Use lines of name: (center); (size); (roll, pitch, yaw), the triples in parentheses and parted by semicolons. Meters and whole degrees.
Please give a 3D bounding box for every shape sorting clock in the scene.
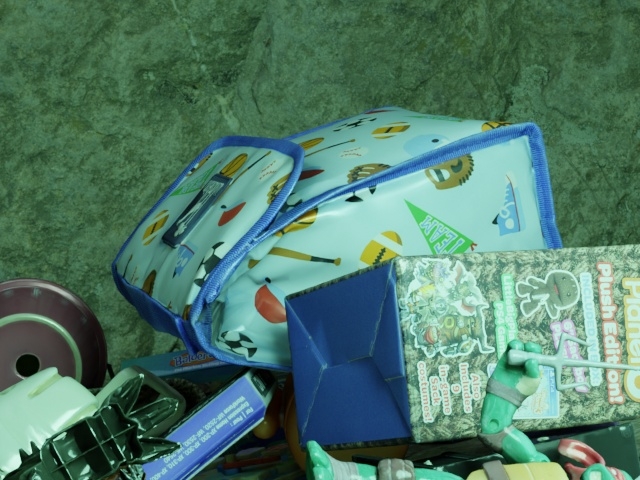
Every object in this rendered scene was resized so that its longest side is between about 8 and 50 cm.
shape sorting clock: (-0.094, 0.249, 1.520); (0.206, 0.040, 0.206); (-10, -2, 0)

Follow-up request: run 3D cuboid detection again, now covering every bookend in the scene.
bookend: (0.126, 0.180, 1.034); (0.157, 0.072, 0.156); (-9, -2, -19)

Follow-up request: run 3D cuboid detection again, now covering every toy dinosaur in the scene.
toy dinosaur: (-0.174, 0.217, 0.926); (0.218, 0.164, 0.322); (-31, 3, 42)

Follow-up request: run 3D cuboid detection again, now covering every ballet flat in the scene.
ballet flat: (-0.257, 0.201, 1.467); (0.182, 0.164, 0.483); (-45, -15, 16)

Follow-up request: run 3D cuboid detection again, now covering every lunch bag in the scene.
lunch bag: (0.000, 0.000, 1.443); (0.385, 0.239, 0.328); (-19, 14, -17)

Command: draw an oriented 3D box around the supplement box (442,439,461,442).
supplement box: (0.199, 0.166, 1.702); (0.220, 0.111, 0.114); (-9, -2, -35)

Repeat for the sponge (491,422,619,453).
sponge: (0.236, 0.192, 1.409); (0.117, 0.031, 0.210); (-11, -1, 12)

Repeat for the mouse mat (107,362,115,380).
mouse mat: (-0.245, 0.228, 1.814); (0.007, 0.152, 0.190); (-20, 0, -12)

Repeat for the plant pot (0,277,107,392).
plant pot: (-0.352, 0.146, 1.691); (0.201, 0.201, 0.180); (-10, 2, -11)

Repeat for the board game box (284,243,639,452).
board game box: (0.149, 0.092, 1.202); (0.291, 0.141, 0.232); (-3, -8, -23)

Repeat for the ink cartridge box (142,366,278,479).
ink cartridge box: (-0.132, 0.197, 1.315); (0.206, 0.045, 0.208); (-40, 1, 3)

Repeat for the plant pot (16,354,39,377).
plant pot: (-0.458, 0.240, 2.011); (0.227, 0.228, 0.207); (-10, -7, 1)

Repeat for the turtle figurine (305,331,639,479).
turtle figurine: (0.115, 0.160, 0.877); (0.234, 0.118, 0.175); (-11, 39, -8)

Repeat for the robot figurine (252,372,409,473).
robot figurine: (0.023, 0.176, 1.431); (0.128, 0.158, 0.219); (-52, 8, 4)

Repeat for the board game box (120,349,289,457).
board game box: (-0.121, 0.202, 1.723); (0.210, 0.160, 0.047); (-10, 33, 6)
